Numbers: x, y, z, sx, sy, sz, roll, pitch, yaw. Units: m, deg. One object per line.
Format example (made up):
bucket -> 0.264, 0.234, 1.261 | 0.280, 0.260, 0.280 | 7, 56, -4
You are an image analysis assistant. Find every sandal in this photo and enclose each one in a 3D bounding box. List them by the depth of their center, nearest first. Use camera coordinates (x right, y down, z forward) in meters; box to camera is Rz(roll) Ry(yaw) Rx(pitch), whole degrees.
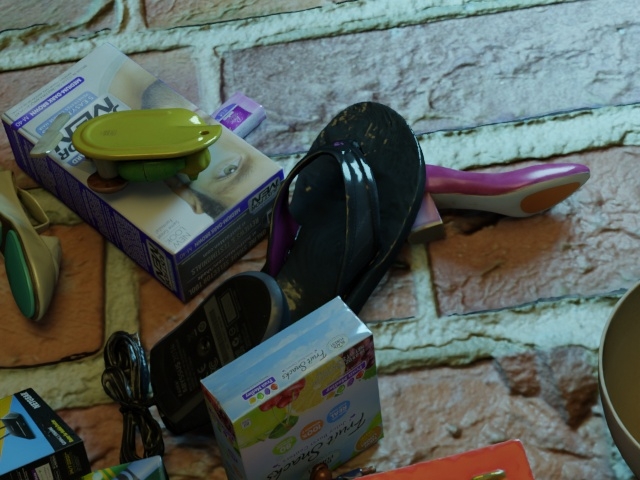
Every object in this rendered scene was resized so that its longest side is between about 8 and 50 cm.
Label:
sandal -> 0.002, 0.002, 1.655 | 0.167, 0.107, 0.446 | 9, 59, 25

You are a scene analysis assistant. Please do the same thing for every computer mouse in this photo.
computer mouse -> -0.124, 0.133, 1.572 | 0.272, 0.072, 0.189 | -36, 51, 27

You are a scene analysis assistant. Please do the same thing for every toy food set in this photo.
toy food set -> -0.223, -0.101, 1.690 | 0.217, 0.071, 0.128 | -1, 30, 3

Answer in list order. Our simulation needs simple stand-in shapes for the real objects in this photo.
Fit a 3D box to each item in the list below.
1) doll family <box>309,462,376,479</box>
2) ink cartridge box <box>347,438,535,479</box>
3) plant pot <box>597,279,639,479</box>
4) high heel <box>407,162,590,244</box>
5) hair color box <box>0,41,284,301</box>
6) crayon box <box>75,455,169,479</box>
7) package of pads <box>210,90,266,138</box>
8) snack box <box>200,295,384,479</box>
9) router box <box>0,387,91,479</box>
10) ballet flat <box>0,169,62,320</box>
doll family -> -0.002, 0.315, 1.475 | 0.111, 0.076, 0.193 | 31, 56, 30
ink cartridge box -> 0.109, 0.369, 1.325 | 0.308, 0.091, 0.385 | -13, 55, -6
plant pot -> 0.423, 0.183, 1.457 | 0.284, 0.191, 0.284 | -3, 52, 4
high heel -> 0.204, -0.080, 1.751 | 0.244, 0.082, 0.117 | -19, 62, 6
hair color box -> -0.223, -0.094, 1.785 | 0.339, 0.110, 0.185 | 37, 63, 26
crayon box -> -0.228, 0.393, 1.427 | 0.203, 0.083, 0.323 | -13, 53, -4
package of pads -> -0.116, -0.156, 1.868 | 0.050, 0.032, 0.083 | 31, 61, 27
snack box -> -0.024, 0.179, 1.491 | 0.174, 0.207, 0.070 | -31, 56, -17
router box -> -0.340, 0.227, 1.524 | 0.133, 0.046, 0.179 | -21, 22, -24
ballet flat -> -0.364, -0.001, 1.750 | 0.086, 0.086, 0.248 | -26, 54, -14
